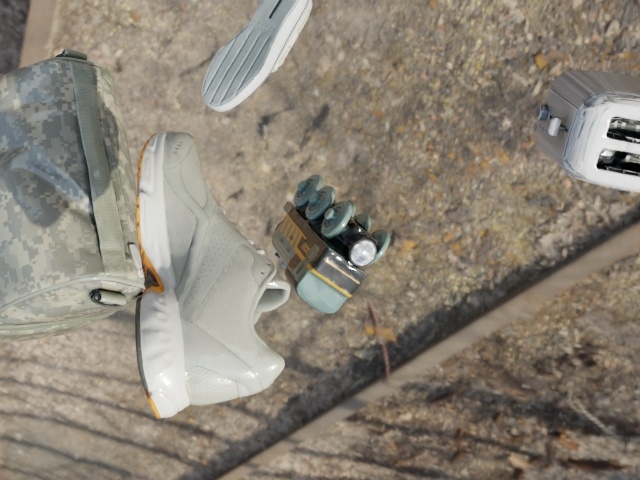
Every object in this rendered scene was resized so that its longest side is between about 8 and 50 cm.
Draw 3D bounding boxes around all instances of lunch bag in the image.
[{"bbox_3d":[-0.323,-0.039,0.918,0.213,0.305,0.256,1,160,-45],"label":"lunch bag"}]

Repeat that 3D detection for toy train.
[{"bbox_3d":[0.000,0.000,1.473,0.142,0.190,0.334,37,-175,-27],"label":"toy train"}]

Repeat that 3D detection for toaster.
[{"bbox_3d":[0.395,-0.134,0.984,0.227,0.146,0.129,11,114,-1],"label":"toaster"}]

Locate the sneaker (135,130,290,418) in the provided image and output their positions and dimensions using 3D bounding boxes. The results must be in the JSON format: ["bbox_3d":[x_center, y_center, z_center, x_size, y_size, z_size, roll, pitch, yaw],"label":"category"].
[{"bbox_3d":[-0.089,0.018,0.643,0.121,0.262,0.099,-4,149,-9],"label":"sneaker"}]

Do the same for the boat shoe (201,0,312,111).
[{"bbox_3d":[-0.079,-0.271,1.106,0.083,0.226,0.076,38,-179,23],"label":"boat shoe"}]
